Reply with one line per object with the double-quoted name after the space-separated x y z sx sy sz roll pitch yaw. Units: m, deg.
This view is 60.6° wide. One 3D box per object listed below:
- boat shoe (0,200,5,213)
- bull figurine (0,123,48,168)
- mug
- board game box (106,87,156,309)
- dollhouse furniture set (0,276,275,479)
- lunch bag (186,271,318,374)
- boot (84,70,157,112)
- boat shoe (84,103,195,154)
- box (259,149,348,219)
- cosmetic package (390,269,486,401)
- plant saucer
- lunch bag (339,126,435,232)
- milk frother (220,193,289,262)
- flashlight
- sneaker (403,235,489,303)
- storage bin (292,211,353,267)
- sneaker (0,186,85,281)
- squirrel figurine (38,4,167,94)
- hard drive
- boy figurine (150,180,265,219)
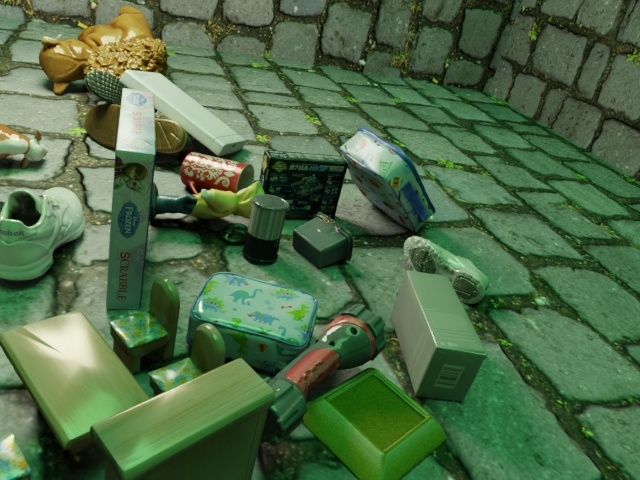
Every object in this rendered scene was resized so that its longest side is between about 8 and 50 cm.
-0.759 -0.089 1.078 0.339 0.127 0.113 18 28 4 "boat shoe"
-0.837 -0.238 1.329 0.188 0.101 0.310 30 30 32 "bull figurine"
-0.281 -0.164 1.440 0.169 0.113 0.150 17 27 12 "mug"
-0.365 -0.089 1.057 0.065 0.319 0.318 4 31 -20 "board game box"
-0.266 0.190 0.679 0.362 0.257 0.394 -17 42 -43 "dollhouse furniture set"
-0.118 0.144 0.996 0.218 0.090 0.176 15 30 0 "lunch bag"
-0.634 -0.422 1.666 0.161 0.084 0.246 -7 -14 35 "boot"
-0.527 -0.313 1.609 0.341 0.123 0.123 11 -3 16 "boat shoe"
-0.051 -0.140 1.432 0.220 0.175 0.051 0 32 -23 "box"
0.216 0.176 1.056 0.107 0.127 0.238 9 31 -8 "cosmetic package"
0.088 0.286 0.888 0.188 0.045 0.188 -17 42 -43 "plant saucer"
0.193 -0.157 1.496 0.243 0.115 0.303 40 -5 41 "lunch bag"
-0.154 -0.042 1.253 0.143 0.135 0.129 12 23 -7 "milk frother"
0.000 0.204 0.863 0.103 0.103 0.304 35 32 17 "flashlight"
0.310 0.065 1.345 0.232 0.090 0.115 38 29 21 "sneaker"
0.000 0.000 1.306 0.091 0.098 0.135 -25 47 -35 "storage bin"
-0.544 -0.050 1.081 0.114 0.152 0.305 6 29 -10 "sneaker"
-0.742 -0.619 1.870 0.370 0.281 0.397 -20 41 -36 "squirrel figurine"
-0.406 -0.390 1.670 0.353 0.047 0.233 37 17 -1 "hard drive"
-0.263 -0.095 1.297 0.285 0.092 0.177 -4 -6 -17 "boy figurine"
